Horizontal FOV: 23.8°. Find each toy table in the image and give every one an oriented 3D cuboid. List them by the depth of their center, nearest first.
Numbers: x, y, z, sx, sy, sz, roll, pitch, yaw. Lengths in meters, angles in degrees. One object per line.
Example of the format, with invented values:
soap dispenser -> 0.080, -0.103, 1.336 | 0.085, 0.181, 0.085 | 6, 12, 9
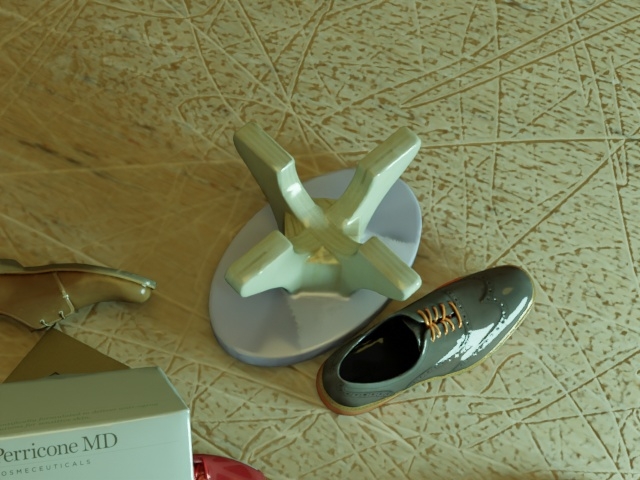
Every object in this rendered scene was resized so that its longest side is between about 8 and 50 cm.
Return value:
toy table -> 0.000, 0.000, 1.605 | 0.252, 0.161, 0.274 | 33, 67, 13

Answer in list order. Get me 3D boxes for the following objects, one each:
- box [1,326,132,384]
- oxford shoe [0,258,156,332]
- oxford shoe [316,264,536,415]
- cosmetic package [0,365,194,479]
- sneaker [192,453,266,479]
box -> -0.292, 0.189, 1.541 | 0.164, 0.021, 0.201 | 19, 63, 47
oxford shoe -> -0.280, 0.061, 1.616 | 0.212, 0.076, 0.076 | 0, 77, 5
oxford shoe -> 0.124, 0.102, 1.630 | 0.271, 0.098, 0.097 | -31, 78, -15
cosmetic package -> -0.216, 0.316, 1.405 | 0.197, 0.155, 0.366 | -8, 105, -16
sneaker -> -0.161, 0.246, 1.536 | 0.221, 0.128, 0.087 | 1, 73, -5
